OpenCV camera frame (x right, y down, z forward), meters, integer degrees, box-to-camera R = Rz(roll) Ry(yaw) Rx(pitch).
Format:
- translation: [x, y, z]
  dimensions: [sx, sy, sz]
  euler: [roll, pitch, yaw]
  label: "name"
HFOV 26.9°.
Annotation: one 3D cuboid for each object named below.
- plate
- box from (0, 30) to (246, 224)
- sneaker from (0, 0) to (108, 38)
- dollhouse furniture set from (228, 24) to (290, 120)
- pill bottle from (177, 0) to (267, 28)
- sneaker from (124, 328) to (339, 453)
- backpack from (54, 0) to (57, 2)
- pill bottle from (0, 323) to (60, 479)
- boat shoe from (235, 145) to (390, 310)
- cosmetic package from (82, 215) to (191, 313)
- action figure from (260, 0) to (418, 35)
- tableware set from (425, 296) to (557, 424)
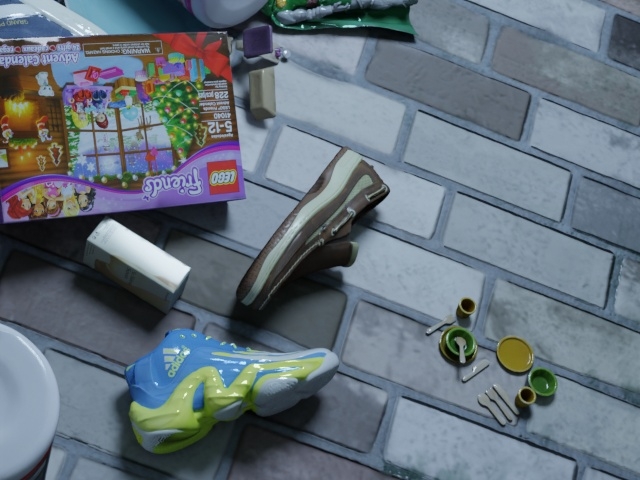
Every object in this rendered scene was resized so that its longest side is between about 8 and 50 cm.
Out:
- translation: [-0.229, -0.281, 1.671]
  dimensions: [0.188, 0.024, 0.188]
  euler: [13, 44, -13]
  label: "plate"
- translation: [-0.235, -0.130, 1.512]
  dimensions: [0.293, 0.057, 0.200]
  euler: [-7, 92, -29]
  label: "box"
- translation: [-0.413, -0.241, 1.548]
  dimensions: [0.350, 0.131, 0.148]
  euler: [26, 54, -1]
  label: "sneaker"
- translation: [-0.078, -0.204, 1.701]
  dimensions: [0.081, 0.091, 0.114]
  euler: [8, 77, -59]
  label: "dollhouse furniture set"
- translation: [-0.184, -0.409, 1.684]
  dimensions: [0.160, 0.160, 0.283]
  euler: [-36, 66, -30]
  label: "pill bottle"
- translation: [-0.102, 0.135, 1.452]
  dimensions: [0.240, 0.091, 0.126]
  euler: [-18, 67, -24]
  label: "sneaker"
- translation: [-0.381, -0.362, 1.617]
  dimensions: [0.117, 0.158, 0.173]
  euler: [-18, 75, -24]
  label: "backpack"
- translation: [-0.331, 0.198, 1.232]
  dimensions: [0.161, 0.283, 0.161]
  euler: [7, 60, -12]
  label: "pill bottle"
- translation: [0.003, -0.004, 1.562]
  dimensions: [0.095, 0.095, 0.257]
  euler: [38, 57, -1]
  label: "boat shoe"
- translation: [-0.207, 0.028, 1.500]
  dimensions: [0.115, 0.060, 0.041]
  euler: [31, 59, 4]
  label: "cosmetic package"
- translation: [0.011, -0.326, 1.768]
  dimensions: [0.232, 0.063, 0.137]
  euler: [-9, 67, -17]
  label: "action figure"
- translation: [0.207, 0.135, 1.583]
  dimensions: [0.104, 0.024, 0.154]
  euler: [-30, 73, -29]
  label: "tableware set"
